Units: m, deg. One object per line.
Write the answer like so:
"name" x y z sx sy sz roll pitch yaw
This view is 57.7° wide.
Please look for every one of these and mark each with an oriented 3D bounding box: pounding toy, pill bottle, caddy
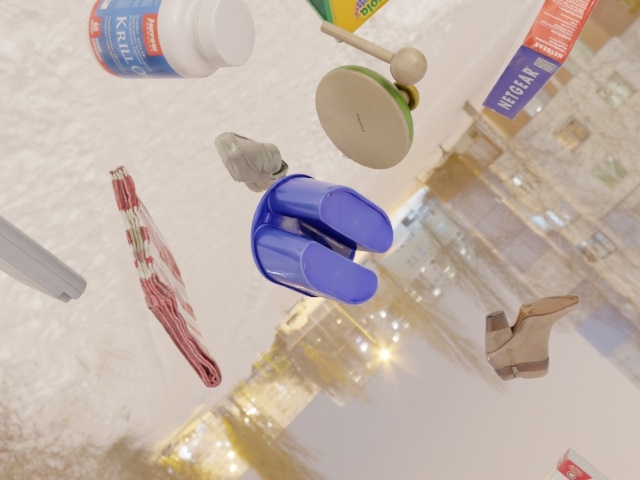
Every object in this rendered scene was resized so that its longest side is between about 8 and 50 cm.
"pounding toy" 0.094 -0.237 0.928 0.110 0.183 0.237 -46 156 -29
"pill bottle" -0.207 -0.289 0.811 0.124 0.221 0.124 -22 116 -58
"caddy" 0.000 0.000 1.246 0.341 0.179 0.241 29 78 -48

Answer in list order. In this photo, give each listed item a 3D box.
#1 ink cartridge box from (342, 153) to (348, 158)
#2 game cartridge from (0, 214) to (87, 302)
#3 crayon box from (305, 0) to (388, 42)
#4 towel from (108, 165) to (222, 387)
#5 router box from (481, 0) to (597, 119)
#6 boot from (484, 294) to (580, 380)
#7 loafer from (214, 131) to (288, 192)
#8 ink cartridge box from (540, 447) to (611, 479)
"ink cartridge box" 0.124 -0.267 1.457 0.063 0.109 0.150 -57 163 -50
"game cartridge" -0.516 0.010 0.939 0.297 0.198 0.062 8 -126 46
"crayon box" 0.100 -0.639 1.417 0.278 0.165 0.081 -41 -162 7
"towel" -0.248 0.052 0.931 0.037 0.329 0.237 -25 139 -8
"router box" 0.457 -0.431 1.154 0.301 0.082 0.335 -62 174 -2
"boot" 0.249 0.117 0.676 0.118 0.087 0.042 -16 -169 24
"loafer" -0.145 -0.182 1.285 0.111 0.112 0.319 -26 175 6
"ink cartridge box" 0.590 0.609 1.384 0.175 0.127 0.072 -58 160 19
